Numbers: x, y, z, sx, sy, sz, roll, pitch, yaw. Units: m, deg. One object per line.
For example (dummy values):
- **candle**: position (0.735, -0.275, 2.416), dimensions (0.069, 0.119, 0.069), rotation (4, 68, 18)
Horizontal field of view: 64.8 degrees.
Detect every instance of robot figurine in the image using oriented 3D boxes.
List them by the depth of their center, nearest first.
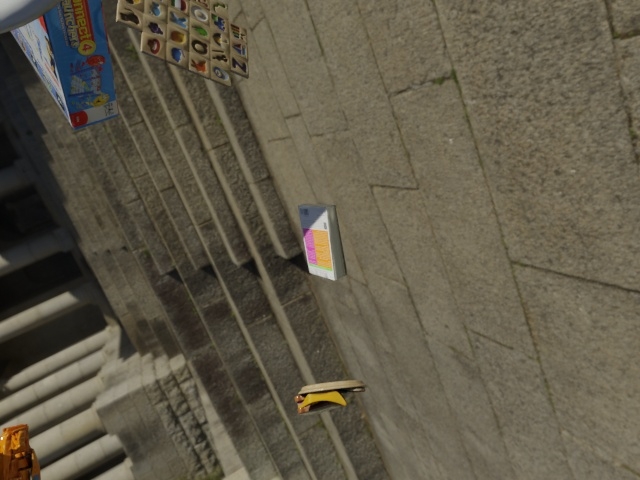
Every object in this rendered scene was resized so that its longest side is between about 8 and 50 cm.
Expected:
- **robot figurine**: position (-0.636, 0.518, 0.965), dimensions (0.085, 0.211, 0.291), rotation (-20, 75, 44)

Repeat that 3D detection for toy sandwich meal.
- **toy sandwich meal**: position (0.012, 0.173, 0.553), dimensions (0.085, 0.085, 0.029), rotation (109, 157, -69)

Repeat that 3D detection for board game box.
- **board game box**: position (-0.449, -0.398, 0.815), dimensions (0.308, 0.086, 0.302), rotation (52, 150, 19)

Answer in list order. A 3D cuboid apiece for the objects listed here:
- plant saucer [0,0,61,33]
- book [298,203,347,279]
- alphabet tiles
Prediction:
- **plant saucer**: position (-0.253, -0.297, 0.212), dimensions (0.400, 0.400, 0.100), rotation (82, -161, -49)
- **book**: position (0.000, 0.000, 1.004), dimensions (0.096, 0.035, 0.144), rotation (8, 112, 51)
- **alphabet tiles**: position (-0.328, -0.531, 1.250), dimensions (0.011, 0.342, 0.285), rotation (-30, 58, 43)
